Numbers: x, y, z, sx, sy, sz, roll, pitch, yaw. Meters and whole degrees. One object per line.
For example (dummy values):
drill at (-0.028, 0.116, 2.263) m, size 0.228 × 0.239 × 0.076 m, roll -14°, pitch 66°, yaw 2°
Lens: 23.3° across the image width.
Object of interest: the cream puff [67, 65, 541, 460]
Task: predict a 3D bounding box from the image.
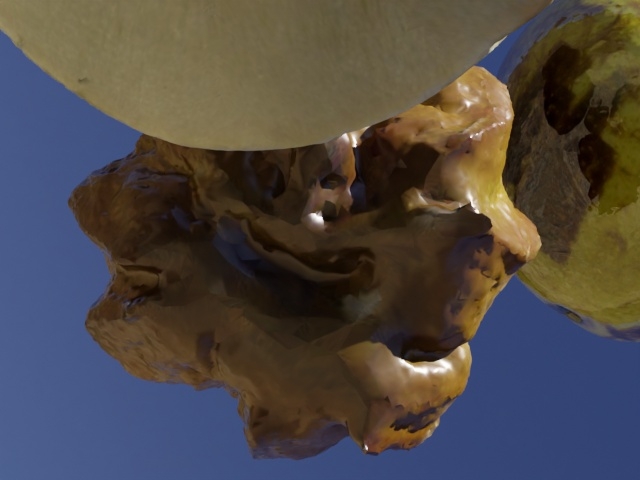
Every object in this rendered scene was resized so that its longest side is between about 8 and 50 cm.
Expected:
cream puff at (0.000, 0.000, 0.874) m, size 0.241 × 0.269 × 0.155 m, roll 45°, pitch 8°, yaw -5°

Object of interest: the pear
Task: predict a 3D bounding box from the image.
pear at (0.246, -0.062, 1.157) m, size 0.283 × 0.283 × 0.284 m, roll 28°, pitch -53°, yaw 45°

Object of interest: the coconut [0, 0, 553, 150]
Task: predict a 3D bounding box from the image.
coconut at (-0.013, -0.190, 0.586) m, size 0.323 × 0.323 × 0.323 m, roll 28°, pitch -53°, yaw 45°
